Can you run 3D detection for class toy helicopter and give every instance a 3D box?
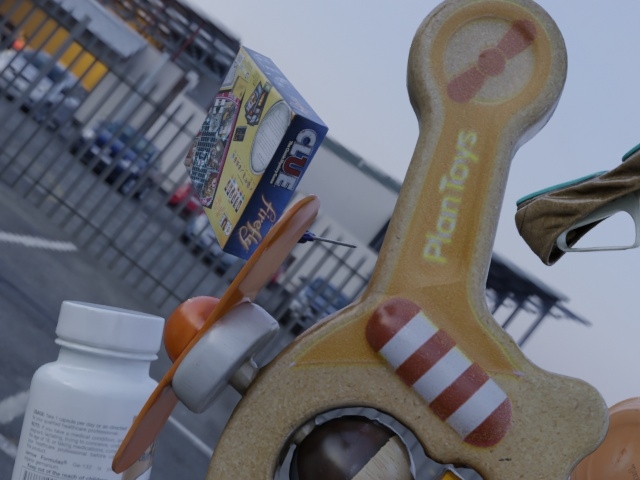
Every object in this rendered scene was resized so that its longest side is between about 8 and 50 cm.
[{"bbox_3d":[0.032,0.038,0.500,0.235,0.355,0.140,14,-8,10],"label":"toy helicopter"}]

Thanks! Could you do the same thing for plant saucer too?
[{"bbox_3d":[0.166,0.123,0.535,0.013,0.083,0.083,27,3,-26],"label":"plant saucer"}]

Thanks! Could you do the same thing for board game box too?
[{"bbox_3d":[-0.080,-0.103,1.104,0.042,0.165,0.243,21,19,-27],"label":"board game box"}]

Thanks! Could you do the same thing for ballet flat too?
[{"bbox_3d":[0.408,-0.056,1.298,0.116,0.342,0.124,3,65,-50],"label":"ballet flat"}]

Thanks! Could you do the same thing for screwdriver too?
[{"bbox_3d":[0.000,0.000,1.284,0.170,0.024,0.025,15,-23,52],"label":"screwdriver"}]

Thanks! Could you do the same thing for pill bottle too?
[{"bbox_3d":[-0.224,0.180,0.976,0.131,0.229,0.131,10,-4,1],"label":"pill bottle"}]
